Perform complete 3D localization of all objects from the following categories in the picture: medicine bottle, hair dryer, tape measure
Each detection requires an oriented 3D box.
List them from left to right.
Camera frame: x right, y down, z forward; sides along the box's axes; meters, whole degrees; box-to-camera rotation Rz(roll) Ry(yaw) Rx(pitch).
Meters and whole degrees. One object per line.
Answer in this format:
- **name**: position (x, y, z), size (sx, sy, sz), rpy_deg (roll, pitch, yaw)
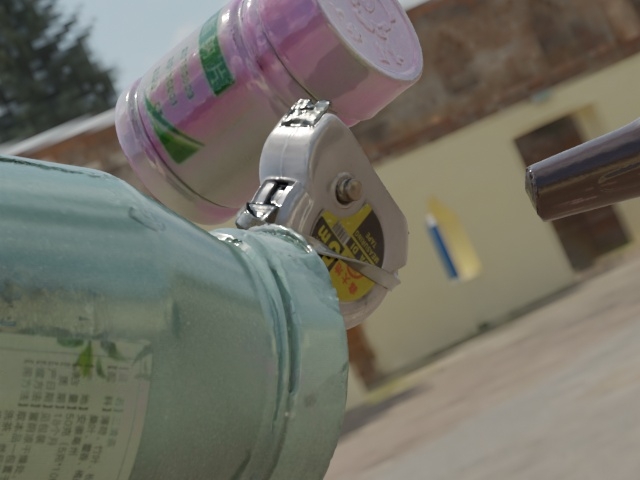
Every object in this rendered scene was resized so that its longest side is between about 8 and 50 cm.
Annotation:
- **medicine bottle**: position (-0.153, 0.072, 1.117), size (0.290, 0.245, 0.245), rpy_deg (6, -20, -34)
- **medicine bottle**: position (-0.065, -0.183, 2.212), size (0.325, 0.212, 0.212), rpy_deg (-35, -7, 29)
- **tape measure**: position (0.000, 0.000, 2.003), size (0.120, 0.236, 0.197), rpy_deg (6, 51, 46)
- **hair dryer**: position (0.328, -0.195, 1.781), size (0.313, 0.340, 0.123), rpy_deg (-14, 22, -4)
